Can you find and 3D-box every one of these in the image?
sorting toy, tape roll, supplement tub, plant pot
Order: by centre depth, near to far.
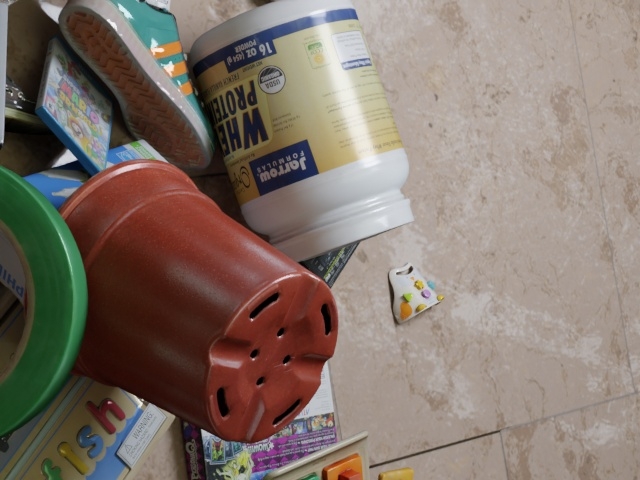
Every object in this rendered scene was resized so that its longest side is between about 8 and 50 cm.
[{"bbox_3d":[-0.407,0.064,1.598,0.321,0.077,0.321,0,87,3],"label":"tape roll"},{"bbox_3d":[-0.139,0.081,1.702,0.272,0.265,0.272,-29,132,-38],"label":"plant pot"},{"bbox_3d":[-0.019,-0.141,1.989,0.228,0.228,0.316,-18,88,-42],"label":"supplement tub"},{"bbox_3d":[0.009,0.365,2.016,0.347,0.047,0.196,-18,116,-38],"label":"sorting toy"},{"bbox_3d":[0.135,0.070,2.240,0.083,0.045,0.075,-25,80,-41],"label":"sorting toy"}]

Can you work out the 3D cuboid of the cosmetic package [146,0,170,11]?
[{"bbox_3d":[-0.293,-0.361,1.914,0.239,0.060,0.099,15,72,-39],"label":"cosmetic package"}]

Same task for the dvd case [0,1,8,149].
[{"bbox_3d":[-0.467,-0.197,1.691,0.238,0.029,0.179,6,69,-22],"label":"dvd case"}]

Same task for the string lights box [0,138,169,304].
[{"bbox_3d":[-0.277,-0.024,1.817,0.259,0.077,0.133,-23,54,-42],"label":"string lights box"}]

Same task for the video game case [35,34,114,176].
[{"bbox_3d":[-0.293,-0.161,1.843,0.119,0.015,0.166,51,21,-32],"label":"video game case"}]

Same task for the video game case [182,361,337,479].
[{"bbox_3d":[-0.075,0.264,2.011,0.232,0.042,0.210,-6,88,-42],"label":"video game case"}]

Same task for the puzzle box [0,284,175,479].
[{"bbox_3d":[-0.366,0.265,1.748,0.272,0.052,0.409,49,55,-24],"label":"puzzle box"}]

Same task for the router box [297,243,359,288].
[{"bbox_3d":[0.000,0.000,2.126,0.092,0.038,0.122,50,54,-24],"label":"router box"}]

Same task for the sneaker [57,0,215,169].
[{"bbox_3d":[-0.205,-0.220,1.912,0.302,0.108,0.121,58,43,-40],"label":"sneaker"}]

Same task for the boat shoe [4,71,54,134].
[{"bbox_3d":[-0.390,-0.173,1.783,0.223,0.080,0.073,11,80,-35],"label":"boat shoe"}]
